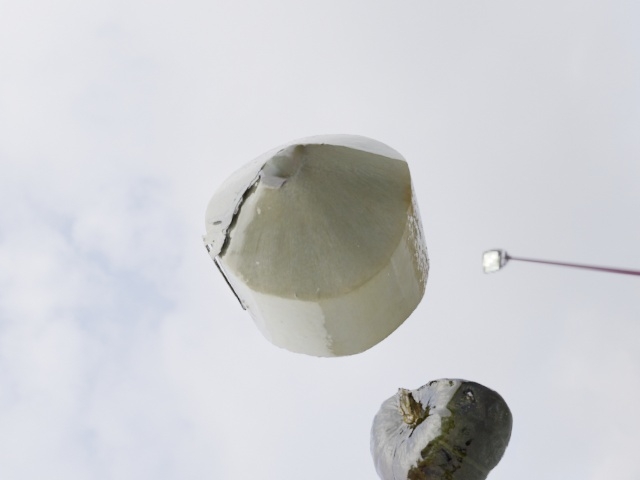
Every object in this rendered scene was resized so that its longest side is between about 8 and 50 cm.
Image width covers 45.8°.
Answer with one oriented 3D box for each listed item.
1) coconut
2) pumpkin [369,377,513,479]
[{"bbox_3d":[0.000,0.000,1.041,0.323,0.323,0.323,-8,-80,-48],"label":"coconut"},{"bbox_3d":[0.218,0.418,1.545,0.242,0.325,0.232,42,-134,-13],"label":"pumpkin"}]
